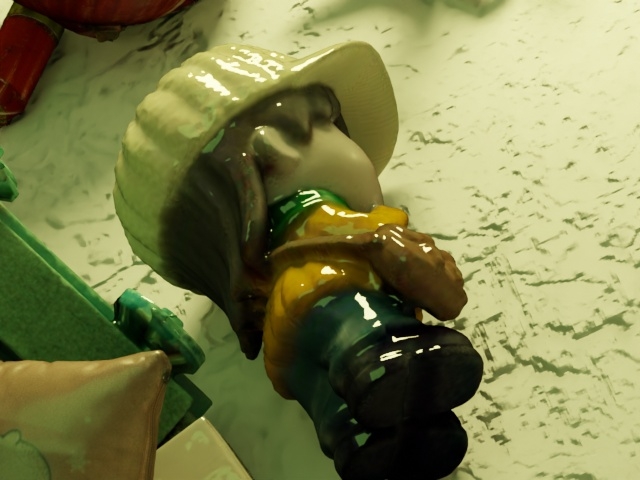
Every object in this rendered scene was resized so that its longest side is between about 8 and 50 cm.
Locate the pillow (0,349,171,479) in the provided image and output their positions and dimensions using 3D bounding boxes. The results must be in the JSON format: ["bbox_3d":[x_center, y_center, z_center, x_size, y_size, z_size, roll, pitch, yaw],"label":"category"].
[{"bbox_3d":[-0.194,0.163,1.063,0.236,0.084,0.223,4,81,21],"label":"pillow"}]

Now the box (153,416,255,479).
[{"bbox_3d":[-0.047,0.288,1.032,0.205,0.051,0.365,-36,55,-4],"label":"box"}]

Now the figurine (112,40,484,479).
[{"bbox_3d":[-0.026,0.007,1.226,0.205,0.185,0.332,1,40,-12],"label":"figurine"}]

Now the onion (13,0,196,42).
[{"bbox_3d":[-0.185,-0.264,1.558,0.161,0.248,0.248,-52,29,39],"label":"onion"}]

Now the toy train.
[{"bbox_3d":[-0.198,0.042,1.213,0.120,0.298,0.194,-47,6,-15],"label":"toy train"}]

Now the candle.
[{"bbox_3d":[-0.256,-0.146,1.585,0.052,0.052,0.130,0,54,30],"label":"candle"}]
